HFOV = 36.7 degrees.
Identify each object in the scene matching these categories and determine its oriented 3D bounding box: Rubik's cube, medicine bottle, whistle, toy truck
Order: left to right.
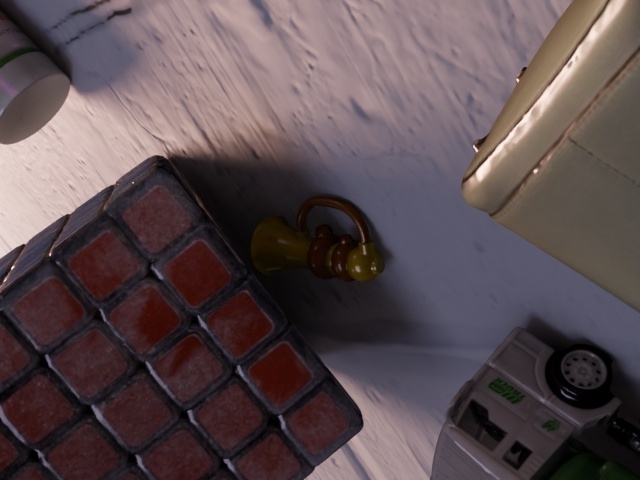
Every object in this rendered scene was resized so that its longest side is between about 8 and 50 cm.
[{"bbox_3d":[-0.314,-0.176,0.851,0.183,0.086,0.086,44,151,7],"label":"medicine bottle"},{"bbox_3d":[-0.143,0.093,0.731,0.238,0.237,0.237,55,176,-14],"label":"Rubik's cube"},{"bbox_3d":[0.002,0.000,0.698,0.109,0.057,0.046,3,173,42],"label":"whistle"},{"bbox_3d":[0.177,0.165,0.555,0.242,0.125,0.101,35,150,25],"label":"toy truck"}]

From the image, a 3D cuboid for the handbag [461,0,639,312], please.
[{"bbox_3d":[0.224,-0.002,0.363,0.315,0.109,0.241,32,151,1],"label":"handbag"}]
